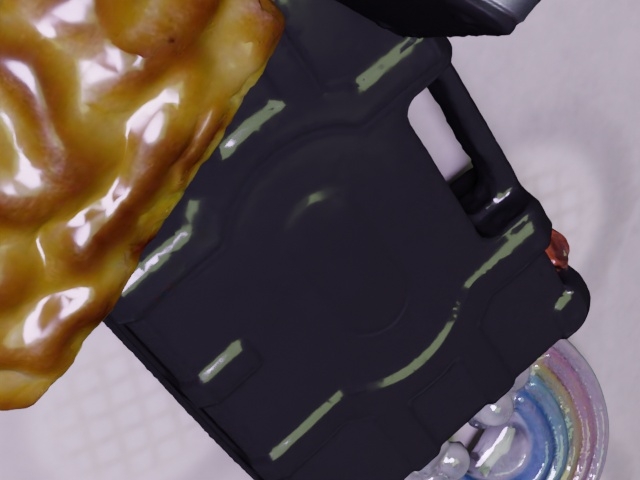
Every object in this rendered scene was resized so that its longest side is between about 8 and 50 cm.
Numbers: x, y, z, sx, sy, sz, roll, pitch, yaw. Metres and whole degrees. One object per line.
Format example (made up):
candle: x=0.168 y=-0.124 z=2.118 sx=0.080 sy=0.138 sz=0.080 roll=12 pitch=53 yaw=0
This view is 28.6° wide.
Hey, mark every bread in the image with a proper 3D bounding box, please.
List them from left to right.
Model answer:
bread: x=-0.122 y=-0.052 z=0.408 sx=0.096 sy=0.222 sz=0.181 roll=28 pitch=94 yaw=-40

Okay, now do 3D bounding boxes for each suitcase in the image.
suitcase: x=0.000 y=0.000 z=0.605 sx=0.206 sy=0.066 sz=0.285 roll=-41 pitch=127 yaw=-6

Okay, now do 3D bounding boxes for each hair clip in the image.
hair clip: x=0.101 y=0.141 z=0.765 sx=0.140 sy=0.054 sz=0.220 roll=31 pitch=93 yaw=-26

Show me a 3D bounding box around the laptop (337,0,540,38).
laptop: x=-0.035 y=-0.124 z=0.420 sx=0.207 sy=0.154 sz=0.026 roll=26 pitch=95 yaw=-14
